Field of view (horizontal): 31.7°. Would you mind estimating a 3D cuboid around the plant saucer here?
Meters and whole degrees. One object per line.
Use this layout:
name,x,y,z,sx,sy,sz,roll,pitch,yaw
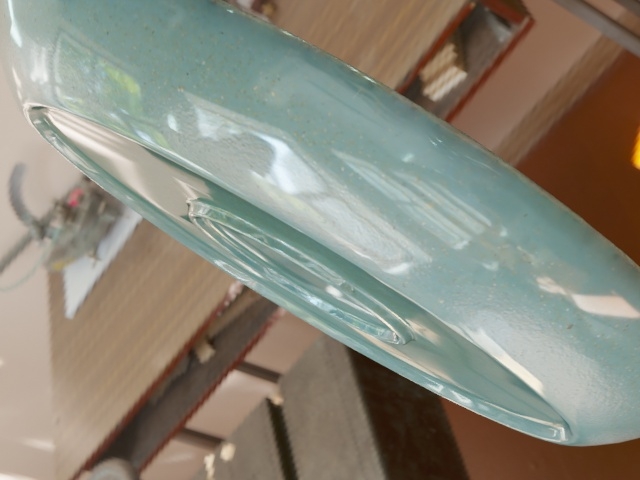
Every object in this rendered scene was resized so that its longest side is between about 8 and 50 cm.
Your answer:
plant saucer,0.000,0.000,0.450,0.043,0.318,0.318,-59,29,-8
